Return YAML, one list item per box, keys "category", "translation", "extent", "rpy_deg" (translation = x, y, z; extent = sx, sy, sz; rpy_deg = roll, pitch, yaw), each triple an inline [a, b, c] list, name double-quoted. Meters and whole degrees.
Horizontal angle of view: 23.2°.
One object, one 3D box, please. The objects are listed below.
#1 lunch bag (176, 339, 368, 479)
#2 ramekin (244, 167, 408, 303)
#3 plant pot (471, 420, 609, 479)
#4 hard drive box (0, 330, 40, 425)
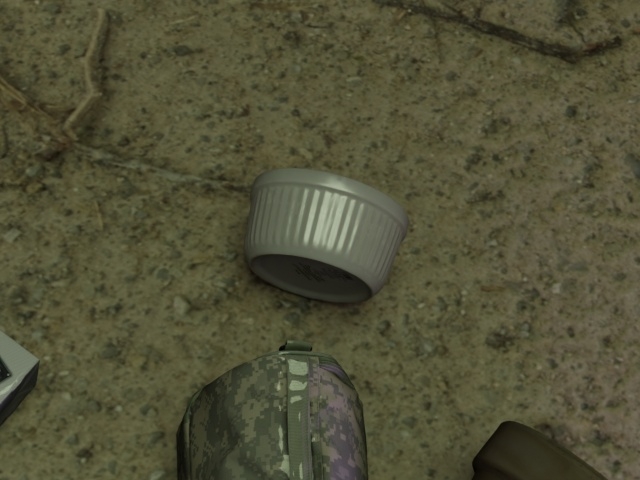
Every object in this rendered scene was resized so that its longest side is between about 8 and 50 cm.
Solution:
- category: "lunch bag"
  translation: [-0.048, 0.295, 1.785]
  extent: [0.213, 0.256, 0.305]
  rpy_deg: [4, 64, -11]
- category: "ramekin"
  translation: [0.000, 0.000, 1.978]
  extent: [0.207, 0.207, 0.109]
  rpy_deg: [17, 70, -5]
- category: "plant pot"
  translation: [0.242, 0.415, 1.795]
  extent: [0.323, 0.323, 0.280]
  rpy_deg: [42, 80, 9]
- category: "hard drive box"
  translation: [-0.481, 0.153, 1.847]
  extent: [0.232, 0.089, 0.181]
  rpy_deg: [35, 61, 5]
